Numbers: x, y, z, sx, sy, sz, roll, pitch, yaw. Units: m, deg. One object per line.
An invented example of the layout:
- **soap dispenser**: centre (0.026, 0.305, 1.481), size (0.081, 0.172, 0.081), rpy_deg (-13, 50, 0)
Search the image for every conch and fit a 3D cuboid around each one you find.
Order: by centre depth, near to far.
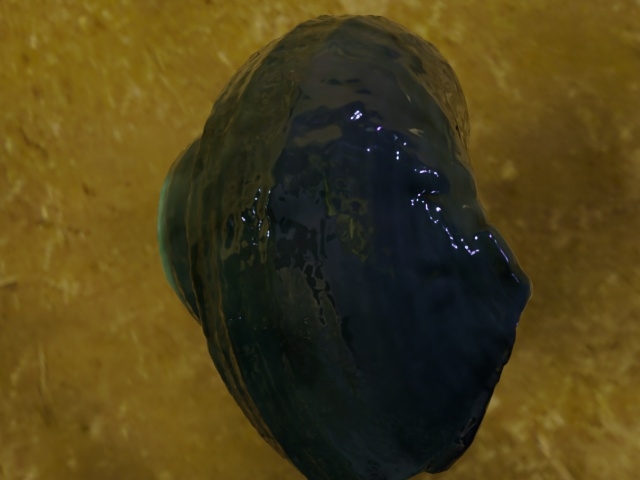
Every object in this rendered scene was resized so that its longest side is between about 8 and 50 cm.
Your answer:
- **conch**: centre (-0.003, -0.001, 0.738), size (0.134, 0.202, 0.196), rpy_deg (28, 78, -13)
